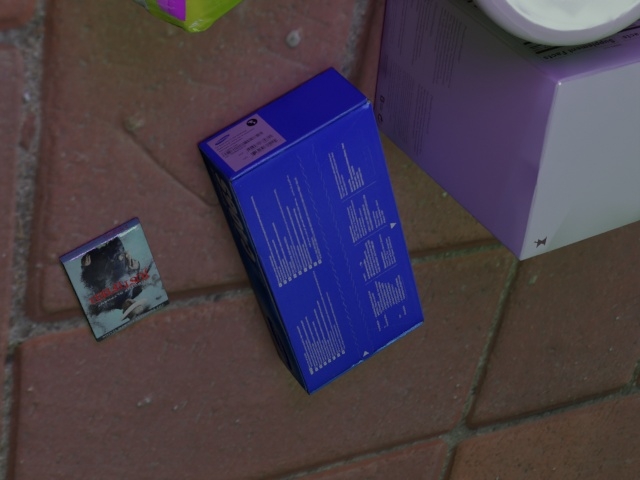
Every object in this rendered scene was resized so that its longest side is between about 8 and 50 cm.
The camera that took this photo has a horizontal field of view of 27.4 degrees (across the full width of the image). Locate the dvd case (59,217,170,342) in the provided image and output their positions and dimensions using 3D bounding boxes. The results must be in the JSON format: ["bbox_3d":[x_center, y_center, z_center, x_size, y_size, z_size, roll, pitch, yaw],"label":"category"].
[{"bbox_3d":[-0.204,0.041,1.316,0.087,0.013,0.119,-28,137,-16],"label":"dvd case"}]

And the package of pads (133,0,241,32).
[{"bbox_3d":[-0.041,-0.312,0.956,0.296,0.101,0.229,-47,155,-38],"label":"package of pads"}]

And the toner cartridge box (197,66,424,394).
[{"bbox_3d":[0.000,0.000,1.392,0.165,0.075,0.348,-30,136,-13],"label":"toner cartridge box"}]

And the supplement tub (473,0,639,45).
[{"bbox_3d":[0.182,-0.296,1.107,0.191,0.272,0.191,-4,120,-7],"label":"supplement tub"}]

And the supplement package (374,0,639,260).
[{"bbox_3d":[0.210,-0.153,1.285,0.198,0.263,0.199,-17,133,-26],"label":"supplement package"}]
